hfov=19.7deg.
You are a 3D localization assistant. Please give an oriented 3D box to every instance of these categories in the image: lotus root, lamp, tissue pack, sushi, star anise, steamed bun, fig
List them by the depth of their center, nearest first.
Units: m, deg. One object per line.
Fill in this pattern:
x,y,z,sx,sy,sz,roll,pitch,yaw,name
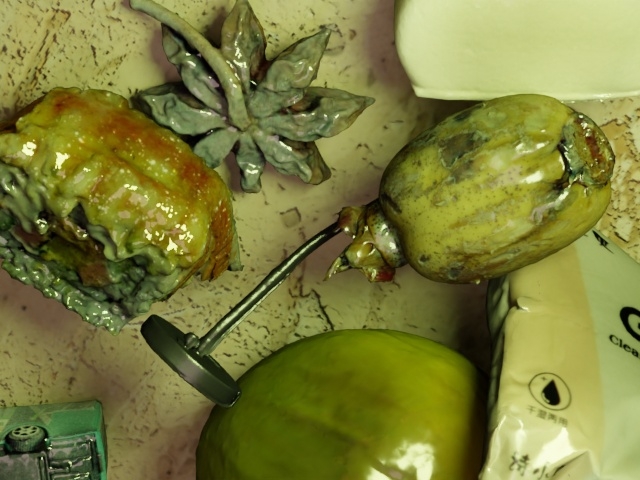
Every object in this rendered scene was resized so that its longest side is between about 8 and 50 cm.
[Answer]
0.129,-0.034,1.634,0.278,0.154,0.154,-26,112,26,lotus root
0.186,-0.221,1.645,0.241,0.146,0.164,1,122,0,steamed bun
0.280,0.170,1.720,0.375,0.390,0.195,39,126,-23,tissue pack
-0.197,-0.024,1.720,0.274,0.139,0.184,33,136,-5,sushi
-0.080,-0.135,1.727,0.262,0.081,0.230,41,128,-18,star anise
-0.004,0.016,1.752,0.130,0.108,0.371,43,71,14,lamp
0.033,0.235,1.776,0.343,0.343,0.343,0,115,1,fig

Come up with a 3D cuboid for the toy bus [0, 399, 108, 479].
-0.347,0.222,1.882,0.261,0.109,0.091,-3,113,0,toy bus
